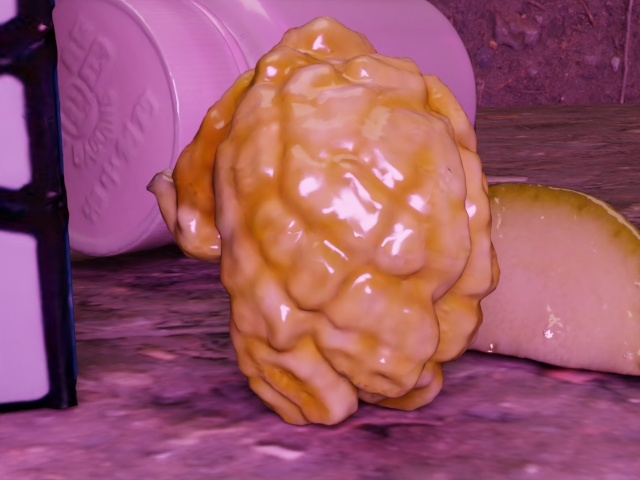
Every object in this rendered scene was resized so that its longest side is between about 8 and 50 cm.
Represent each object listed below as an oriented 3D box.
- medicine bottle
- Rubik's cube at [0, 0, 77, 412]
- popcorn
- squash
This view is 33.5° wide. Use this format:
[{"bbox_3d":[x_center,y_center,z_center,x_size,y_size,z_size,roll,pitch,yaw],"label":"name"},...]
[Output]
[{"bbox_3d":[-0.046,-0.104,0.854,0.214,0.213,0.379,7,12,35],"label":"medicine bottle"},{"bbox_3d":[-0.266,-0.093,0.493,0.294,0.288,0.283,-6,26,-15],"label":"Rubik's cube"},{"bbox_3d":[0.012,-0.001,0.471,0.142,0.173,0.173,-22,17,-19],"label":"popcorn"},{"bbox_3d":[0.125,0.006,0.592,0.192,0.085,0.184,7,14,30],"label":"squash"}]
